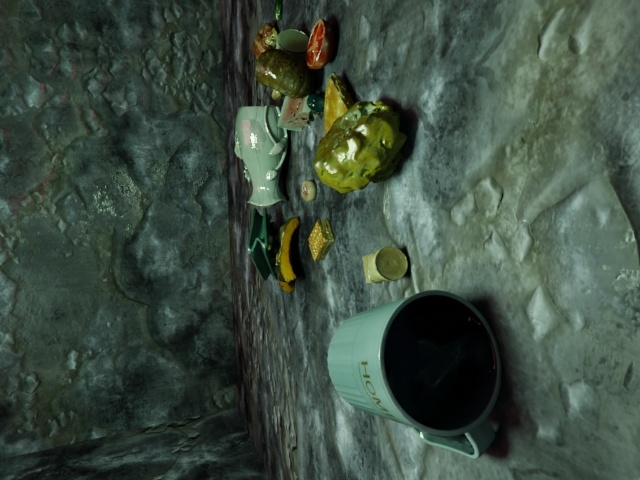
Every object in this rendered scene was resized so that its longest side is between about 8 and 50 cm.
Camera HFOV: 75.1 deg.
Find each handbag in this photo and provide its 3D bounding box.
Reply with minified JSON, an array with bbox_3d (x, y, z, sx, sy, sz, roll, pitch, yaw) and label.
[{"bbox_3d":[-0.247,0.020,1.940,0.269,0.100,0.274,75,-169,-46],"label":"handbag"}]

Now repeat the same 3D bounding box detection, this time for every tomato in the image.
[{"bbox_3d":[0.008,-0.646,1.383,0.155,0.069,0.155,-173,90,-66],"label":"tomato"}]

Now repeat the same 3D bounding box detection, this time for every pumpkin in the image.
[{"bbox_3d":[-0.151,0.070,1.850,0.258,0.095,0.290,120,151,-72],"label":"pumpkin"},{"bbox_3d":[-0.138,-0.576,1.468,0.162,0.219,0.219,-65,33,20],"label":"pumpkin"}]

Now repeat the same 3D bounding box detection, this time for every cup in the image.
[{"bbox_3d":[0.205,0.274,0.905,0.257,0.331,0.311,-65,11,-22],"label":"cup"}]

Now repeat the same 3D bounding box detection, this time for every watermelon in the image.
[{"bbox_3d":[-0.076,-0.510,1.612,0.241,0.094,0.154,27,109,62],"label":"watermelon"}]

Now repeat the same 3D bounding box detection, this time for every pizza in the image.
[{"bbox_3d":[0.069,-0.383,1.300,0.197,0.058,0.292,-173,78,-66],"label":"pizza"}]

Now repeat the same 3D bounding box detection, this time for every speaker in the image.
[{"bbox_3d":[-0.023,-0.474,1.473,0.094,0.060,0.075,-53,32,9],"label":"speaker"}]

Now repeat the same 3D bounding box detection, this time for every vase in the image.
[{"bbox_3d":[-0.255,-0.373,1.870,0.250,0.250,0.445,-155,60,-64],"label":"vase"}]

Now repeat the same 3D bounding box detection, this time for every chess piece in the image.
[{"bbox_3d":[-0.043,-0.194,1.622,0.083,0.038,0.084,177,90,-69],"label":"chess piece"},{"bbox_3d":[-0.122,-0.679,1.630,0.243,0.133,0.133,116,144,-60],"label":"chess piece"},{"bbox_3d":[0.161,0.071,1.145,0.200,0.090,0.090,144,120,-76],"label":"chess piece"}]

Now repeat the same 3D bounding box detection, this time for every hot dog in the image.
[{"bbox_3d":[-0.263,-0.912,1.946,0.213,0.103,0.146,112,147,-45],"label":"hot dog"}]

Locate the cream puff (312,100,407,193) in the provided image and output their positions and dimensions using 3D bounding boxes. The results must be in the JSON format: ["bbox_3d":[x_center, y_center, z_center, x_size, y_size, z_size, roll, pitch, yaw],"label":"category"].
[{"bbox_3d":[0.115,-0.235,1.095,0.282,0.185,0.282,-41,23,22],"label":"cream puff"}]

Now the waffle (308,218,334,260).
[{"bbox_3d":[0.000,0.000,1.542,0.148,0.042,0.102,118,140,-52],"label":"waffle"}]

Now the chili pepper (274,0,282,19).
[{"bbox_3d":[-0.189,-1.038,1.837,0.055,0.035,0.118,-6,92,51],"label":"chili pepper"}]

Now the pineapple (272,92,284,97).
[{"bbox_3d":[-0.174,-0.699,1.794,0.198,0.108,0.108,98,157,-56],"label":"pineapple"}]
